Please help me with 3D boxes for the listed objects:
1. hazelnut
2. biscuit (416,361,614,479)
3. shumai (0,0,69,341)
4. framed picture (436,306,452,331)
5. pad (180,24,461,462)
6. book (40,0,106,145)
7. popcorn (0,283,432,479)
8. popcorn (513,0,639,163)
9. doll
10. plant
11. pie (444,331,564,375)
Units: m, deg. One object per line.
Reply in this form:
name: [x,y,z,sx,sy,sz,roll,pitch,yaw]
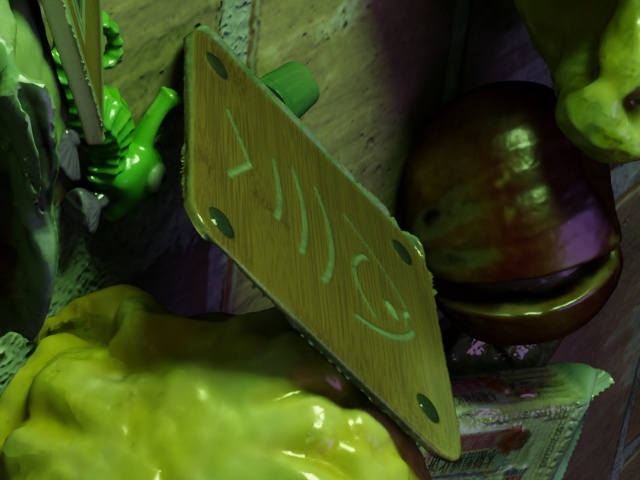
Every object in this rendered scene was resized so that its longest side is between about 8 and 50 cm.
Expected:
hazelnut: [0.176,-0.028,1.769,0.217,0.217,0.251,-39,127,-40]
biscuit: [0.144,0.207,1.931,0.309,0.079,0.186,-2,124,-35]
shumai: [-0.206,-0.056,0.959,0.292,0.288,0.330,-57,150,-17]
framed picture: [0.106,0.049,1.882,0.168,0.023,0.128,-31,138,-47]
pad: [0.000,0.000,1.334,0.018,0.286,0.284,-36,117,18]
book: [-0.148,-0.197,1.073,0.170,0.018,0.241,79,3,-49]
popcorn: [-0.079,0.204,1.371,0.349,0.349,0.381,-60,159,-9]
popcorn: [0.287,-0.231,1.679,0.292,0.334,0.293,-20,162,-17]
doll: [-0.148,-0.080,1.305,0.115,0.050,0.190,-50,148,-18]
plant: [-0.048,-0.098,1.464,0.102,0.051,0.051,-40,144,-31]
pie: [0.208,0.112,2.042,0.248,0.090,0.201,-55,156,-8]
